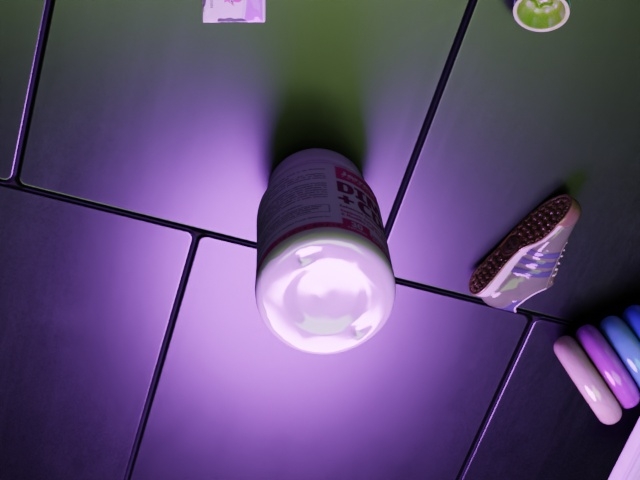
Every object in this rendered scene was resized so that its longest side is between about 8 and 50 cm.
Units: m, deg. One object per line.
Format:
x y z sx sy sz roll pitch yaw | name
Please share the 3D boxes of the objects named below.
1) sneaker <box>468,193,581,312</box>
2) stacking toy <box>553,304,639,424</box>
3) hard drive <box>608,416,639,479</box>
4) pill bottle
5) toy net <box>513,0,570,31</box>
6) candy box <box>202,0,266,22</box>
0.299 0.024 1.468 0.086 0.064 0.192 35 111 -27 | sneaker
0.500 0.116 1.491 0.330 0.141 0.141 -34 114 8 | stacking toy
0.540 0.231 1.513 0.203 0.040 0.307 -13 136 -23 | hard drive
0.000 0.000 1.309 0.160 0.283 0.160 -1 117 -3 | pill bottle
0.204 -0.332 1.257 0.232 0.045 0.122 20 149 -12 | toy net
-0.095 -0.345 1.177 0.070 0.196 0.164 0 118 -3 | candy box
